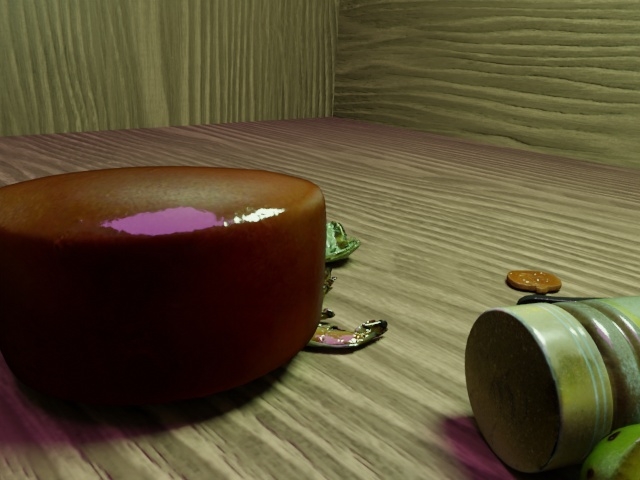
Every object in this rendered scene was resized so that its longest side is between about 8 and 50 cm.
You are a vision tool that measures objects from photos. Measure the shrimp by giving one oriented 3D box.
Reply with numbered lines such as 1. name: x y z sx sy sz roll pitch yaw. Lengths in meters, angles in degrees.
1. shrimp: 0.028 0.096 0.772 0.147 0.035 0.195 7 27 17

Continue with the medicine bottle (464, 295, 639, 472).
1. medicine bottle: 0.326 0.132 0.551 0.322 0.151 0.151 -2 20 -15

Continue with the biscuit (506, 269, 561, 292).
1. biscuit: 0.367 0.072 0.932 0.091 0.015 0.078 4 21 2

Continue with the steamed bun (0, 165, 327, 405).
1. steamed bun: -0.178 0.040 0.602 0.378 0.235 0.248 -1 20 -7

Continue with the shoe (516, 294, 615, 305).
1. shoe: 0.355 0.115 0.734 0.179 0.071 0.049 5 19 23

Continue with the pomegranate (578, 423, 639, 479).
1. pomegranate: 0.260 0.192 0.405 0.143 0.122 0.169 6 54 -7

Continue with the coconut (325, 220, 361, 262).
1. coconut: 0.000 0.005 1.001 0.158 0.055 0.133 13 20 21
